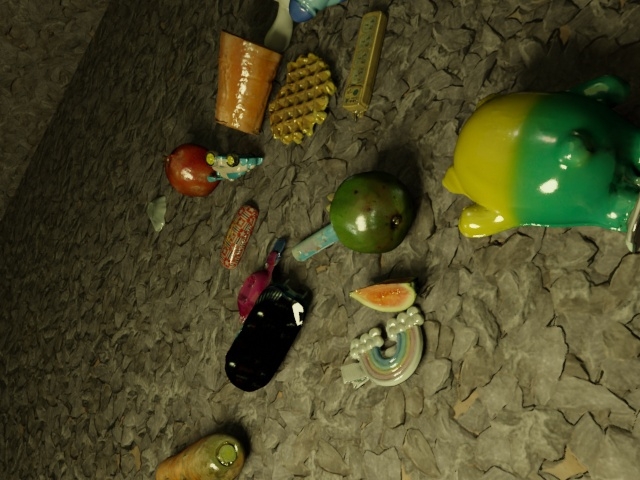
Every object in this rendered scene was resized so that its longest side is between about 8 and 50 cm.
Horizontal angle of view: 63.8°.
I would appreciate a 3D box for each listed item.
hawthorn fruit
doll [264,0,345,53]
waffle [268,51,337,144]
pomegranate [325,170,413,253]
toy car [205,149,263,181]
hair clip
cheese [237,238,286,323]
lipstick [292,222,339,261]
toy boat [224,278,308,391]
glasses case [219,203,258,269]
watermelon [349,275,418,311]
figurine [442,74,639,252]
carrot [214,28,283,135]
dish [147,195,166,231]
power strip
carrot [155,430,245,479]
[{"bbox_3d":[-0.404,-0.218,1.597,0.169,0.188,0.169,-9,77,44],"label":"hawthorn fruit"},{"bbox_3d":[-0.039,-0.747,1.432,0.366,0.187,0.376,9,111,52],"label":"doll"},{"bbox_3d":[-0.062,-0.392,1.439,0.253,0.056,0.249,-42,53,26],"label":"waffle"},{"bbox_3d":[0.093,-0.066,1.131,0.225,0.187,0.187,17,89,55],"label":"pomegranate"},{"bbox_3d":[-0.251,-0.215,1.524,0.161,0.126,0.098,15,109,33],"label":"toy car"},{"bbox_3d":[0.137,0.244,1.082,0.220,0.054,0.140,-35,44,25],"label":"hair clip"},{"bbox_3d":[-0.153,0.106,1.356,0.244,0.062,0.155,-63,22,-9],"label":"cheese"},{"bbox_3d":[0.000,0.000,1.271,0.158,0.048,0.048,-31,59,31],"label":"lipstick"},{"bbox_3d":[-0.131,0.243,1.294,0.134,0.092,0.299,34,109,8],"label":"toy boat"},{"bbox_3d":[-0.243,-0.014,1.488,0.073,0.049,0.194,26,95,43],"label":"glasses case"},{"bbox_3d":[0.152,0.118,1.088,0.163,0.087,0.069,-16,87,46],"label":"watermelon"},{"bbox_3d":[0.380,-0.130,0.856,0.340,0.231,0.323,23,92,37],"label":"figurine"},{"bbox_3d":[-0.228,-0.451,1.487,0.196,0.196,0.254,35,113,42],"label":"carrot"},{"bbox_3d":[-0.587,-0.098,1.823,0.091,0.039,0.137,-32,57,30],"label":"dish"},{"bbox_3d":[0.113,-0.449,1.309,0.064,0.044,0.305,7,83,42],"label":"power strip"},{"bbox_3d":[-0.303,0.573,1.314,0.302,0.139,0.138,-30,59,40],"label":"carrot"}]
